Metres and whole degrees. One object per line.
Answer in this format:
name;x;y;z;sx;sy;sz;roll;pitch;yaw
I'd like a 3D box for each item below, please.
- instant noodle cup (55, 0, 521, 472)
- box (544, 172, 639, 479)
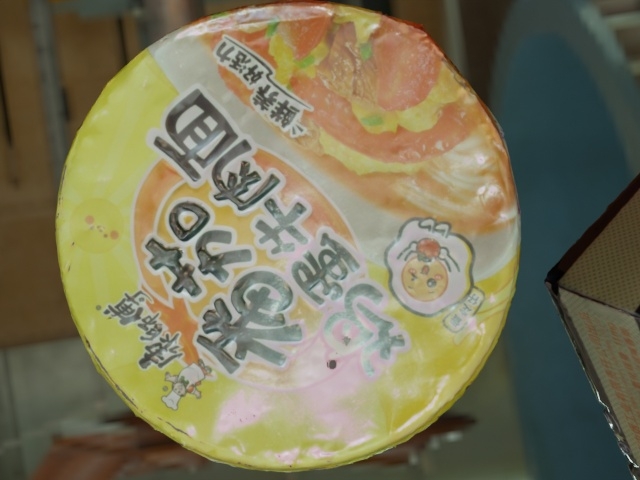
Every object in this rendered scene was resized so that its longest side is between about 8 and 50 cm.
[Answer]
instant noodle cup;0.000;0.000;1.132;0.264;0.264;0.200;-8;177;12
box;0.272;0.072;1.214;0.084;0.310;0.198;22;-121;44
